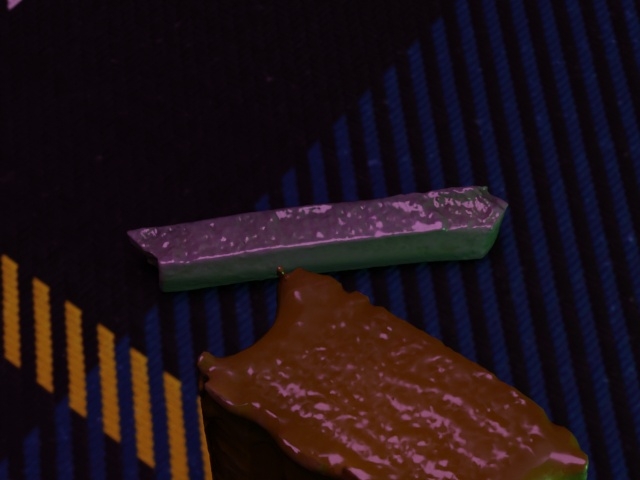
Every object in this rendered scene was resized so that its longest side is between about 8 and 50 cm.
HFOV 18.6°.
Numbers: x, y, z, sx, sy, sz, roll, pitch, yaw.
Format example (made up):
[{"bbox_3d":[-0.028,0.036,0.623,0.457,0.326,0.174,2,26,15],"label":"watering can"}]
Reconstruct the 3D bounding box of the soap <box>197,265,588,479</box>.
[{"bbox_3d":[0.053,0.213,1.576,0.293,0.335,0.156,28,60,19],"label":"soap"}]

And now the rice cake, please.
[{"bbox_3d":[0.000,0.000,1.866,0.365,0.073,0.056,-6,60,-5],"label":"rice cake"}]
